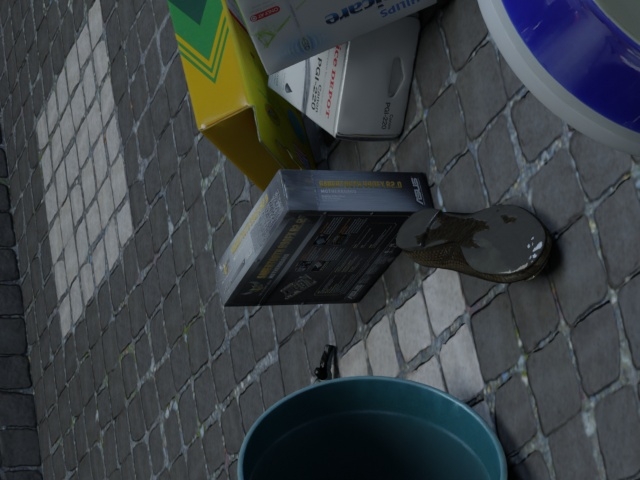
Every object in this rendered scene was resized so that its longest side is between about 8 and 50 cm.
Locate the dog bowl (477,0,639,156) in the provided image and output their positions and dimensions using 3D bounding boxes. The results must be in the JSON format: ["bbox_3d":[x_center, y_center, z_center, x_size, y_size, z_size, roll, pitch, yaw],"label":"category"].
[{"bbox_3d":[0.254,-0.200,1.226,0.104,0.265,0.265,-46,49,53],"label":"dog bowl"}]

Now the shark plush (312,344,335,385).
[{"bbox_3d":[-0.009,0.213,2.049,0.067,0.073,0.161,-20,-74,-84],"label":"shark plush"}]

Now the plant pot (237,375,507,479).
[{"bbox_3d":[0.052,0.327,1.692,0.272,0.271,0.255,-122,26,-49],"label":"plant pot"}]

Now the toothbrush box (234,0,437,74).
[{"bbox_3d":[-0.020,-0.347,1.707,0.122,0.206,0.283,-113,0,-45],"label":"toothbrush box"}]

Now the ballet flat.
[{"bbox_3d":[0.165,0.009,1.676,0.084,0.058,0.250,-57,26,-15],"label":"ballet flat"}]

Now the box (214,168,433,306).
[{"bbox_3d":[0.000,0.000,1.873,0.231,0.183,0.056,125,138,-52],"label":"box"}]

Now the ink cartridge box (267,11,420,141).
[{"bbox_3d":[0.024,-0.225,1.932,0.218,0.092,0.159,40,126,56],"label":"ink cartridge box"}]

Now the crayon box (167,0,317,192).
[{"bbox_3d":[-0.100,-0.197,2.077,0.081,0.202,0.319,-24,57,14],"label":"crayon box"}]
